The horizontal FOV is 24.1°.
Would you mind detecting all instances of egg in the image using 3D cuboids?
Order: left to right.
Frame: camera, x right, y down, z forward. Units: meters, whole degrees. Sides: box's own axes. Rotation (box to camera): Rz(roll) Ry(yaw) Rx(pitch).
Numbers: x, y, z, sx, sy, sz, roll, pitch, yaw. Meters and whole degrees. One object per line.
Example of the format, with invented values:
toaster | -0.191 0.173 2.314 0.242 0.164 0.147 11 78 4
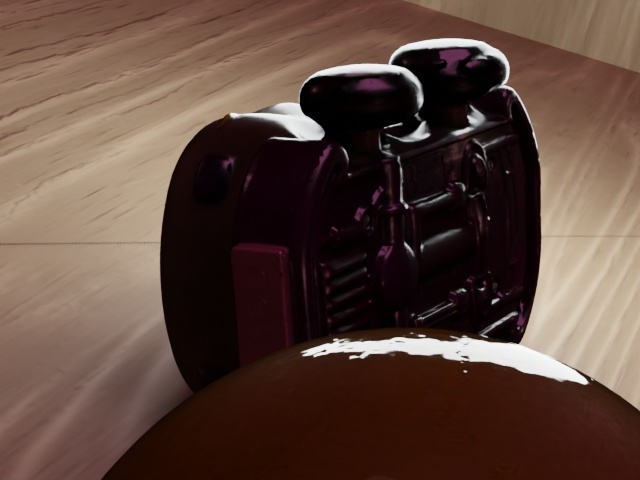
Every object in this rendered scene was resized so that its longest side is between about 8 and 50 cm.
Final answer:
egg | 0.031 0.174 0.549 0.283 0.282 0.351 18 20 11

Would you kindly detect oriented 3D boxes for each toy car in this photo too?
toy car | 0.000 0.000 1.049 0.240 0.271 0.341 5 15 32
